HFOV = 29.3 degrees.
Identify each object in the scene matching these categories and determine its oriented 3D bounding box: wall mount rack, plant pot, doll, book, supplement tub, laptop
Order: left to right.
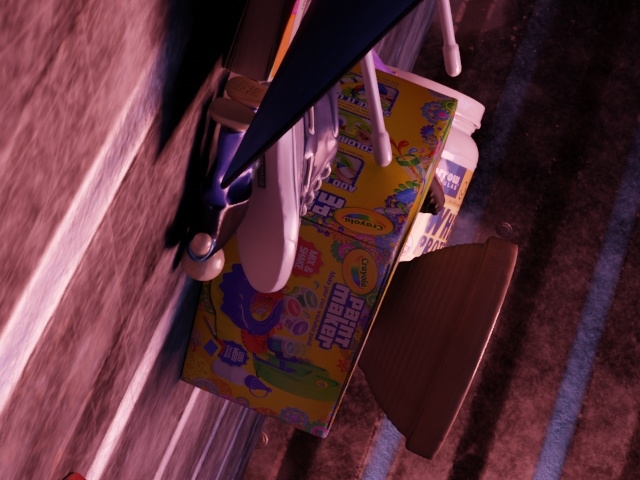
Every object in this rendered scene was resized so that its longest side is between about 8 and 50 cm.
[{"bbox_3d":[-0.079,-0.040,1.008,0.129,0.046,0.189,-62,172,-52],"label":"doll"},{"bbox_3d":[-0.035,-0.180,0.993,0.144,0.035,0.096,-48,156,-80],"label":"book"},{"bbox_3d":[0.015,-0.313,0.798,0.408,0.236,0.382,63,36,-39],"label":"laptop"},{"bbox_3d":[0.090,-0.077,1.751,0.228,0.228,0.316,-14,124,-85],"label":"supplement tub"},{"bbox_3d":[0.109,0.095,1.253,0.237,0.110,0.237,22,90,-86],"label":"plant pot"},{"bbox_3d":[0.120,-0.253,1.173,0.350,0.130,0.304,-50,177,-47],"label":"wall mount rack"}]

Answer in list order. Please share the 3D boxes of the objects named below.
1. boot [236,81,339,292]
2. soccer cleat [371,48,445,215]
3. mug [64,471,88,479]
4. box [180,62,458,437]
[{"bbox_3d":[-0.022,-0.049,1.097,0.086,0.069,0.189,-13,114,-42],"label":"boot"},{"bbox_3d":[0.086,-0.140,1.519,0.318,0.109,0.116,47,56,-49],"label":"soccer cleat"},{"bbox_3d":[-0.136,0.262,0.919,0.150,0.169,0.113,9,102,-86],"label":"mug"},{"bbox_3d":[0.000,0.000,1.323,0.279,0.177,0.290,-64,174,-48],"label":"box"}]
